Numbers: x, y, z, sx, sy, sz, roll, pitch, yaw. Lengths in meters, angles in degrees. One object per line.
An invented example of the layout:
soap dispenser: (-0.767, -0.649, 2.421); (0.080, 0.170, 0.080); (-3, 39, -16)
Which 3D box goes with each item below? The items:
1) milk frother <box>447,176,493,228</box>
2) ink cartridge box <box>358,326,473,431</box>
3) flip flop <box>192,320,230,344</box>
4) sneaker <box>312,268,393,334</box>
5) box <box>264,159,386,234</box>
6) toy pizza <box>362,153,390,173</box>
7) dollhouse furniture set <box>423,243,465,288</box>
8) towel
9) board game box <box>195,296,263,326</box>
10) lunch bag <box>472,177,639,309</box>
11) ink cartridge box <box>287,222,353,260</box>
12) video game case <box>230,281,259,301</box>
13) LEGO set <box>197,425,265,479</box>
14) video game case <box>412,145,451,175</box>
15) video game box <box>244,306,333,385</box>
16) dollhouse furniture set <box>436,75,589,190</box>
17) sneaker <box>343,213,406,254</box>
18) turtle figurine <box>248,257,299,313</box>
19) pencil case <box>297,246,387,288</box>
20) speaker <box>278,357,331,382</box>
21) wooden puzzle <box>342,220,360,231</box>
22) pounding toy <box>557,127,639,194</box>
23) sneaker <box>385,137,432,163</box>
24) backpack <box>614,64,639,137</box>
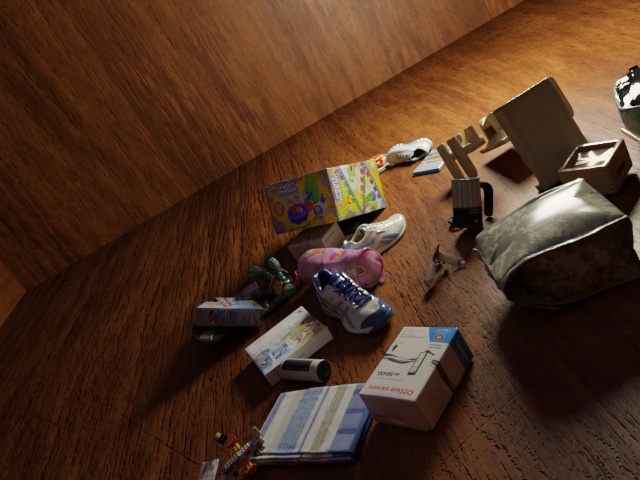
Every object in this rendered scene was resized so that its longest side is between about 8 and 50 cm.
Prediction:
milk frother: (0.399, -0.107, 1.751); (0.129, 0.134, 0.143); (-9, 8, -39)
ink cartridge box: (0.196, 0.276, 1.277); (0.148, 0.085, 0.203); (-7, 32, 45)
flip flop: (-0.344, 0.278, 1.968); (0.112, 0.080, 0.277); (3, 9, -10)
sneaker: (0.068, 0.154, 1.639); (0.112, 0.130, 0.296); (-39, 25, -23)
box: (0.017, -0.150, 2.147); (0.290, 0.176, 0.279); (-11, 4, 41)
toy pizza: (0.202, -0.301, 2.540); (0.201, 0.032, 0.201); (-26, 23, 12)
dollhouse furniture set: (0.320, 0.085, 1.619); (0.081, 0.091, 0.114); (20, 70, 12)
towel: (-0.013, 0.399, 1.355); (0.285, 0.034, 0.209); (-16, 27, 33)
board game box: (-0.296, 0.216, 1.925); (0.194, 0.060, 0.194); (0, 9, -22)
lunch bag: (0.488, 0.020, 1.334); (0.287, 0.168, 0.235); (-23, 24, 9)
ink cartridge box: (0.000, 0.000, 2.124); (0.198, 0.067, 0.115); (-12, 29, 39)
video game case: (-0.262, 0.191, 2.135); (0.122, 0.011, 0.087); (-34, 23, -6)
LEGO set: (-0.210, 0.500, 1.319); (0.183, 0.060, 0.244); (-21, 35, 25)
video game case: (0.420, -0.294, 2.272); (0.119, 0.015, 0.166); (-6, 34, 48)
video game box: (-0.088, 0.279, 1.685); (0.205, 0.048, 0.187); (-36, 21, -11)
dollhouse furniture set: (0.602, -0.290, 1.863); (0.362, 0.256, 0.394); (-32, 1, -2)
sneaker: (0.170, -0.018, 1.915); (0.229, 0.092, 0.087); (-40, 22, -22)
turtle figurine: (-0.144, 0.146, 1.955); (0.234, 0.118, 0.175); (5, 83, 58)
pencil case: (0.058, 0.081, 1.823); (0.284, 0.124, 0.124); (-2, 36, 50)
speaker: (-0.038, 0.317, 1.531); (0.136, 0.055, 0.055); (-7, 32, 44)
wooden puzzle: (0.106, -0.049, 2.172); (0.049, 0.006, 0.083); (-40, 24, -19)
pounding toy: (0.736, -0.195, 1.560); (0.206, 0.094, 0.181); (-3, 36, 49)
sneaker: (0.333, -0.331, 2.395); (0.191, 0.071, 0.082); (-18, 32, 30)
backpack: (0.873, -0.351, 1.582); (0.225, 0.191, 0.253); (-20, 17, 31)
